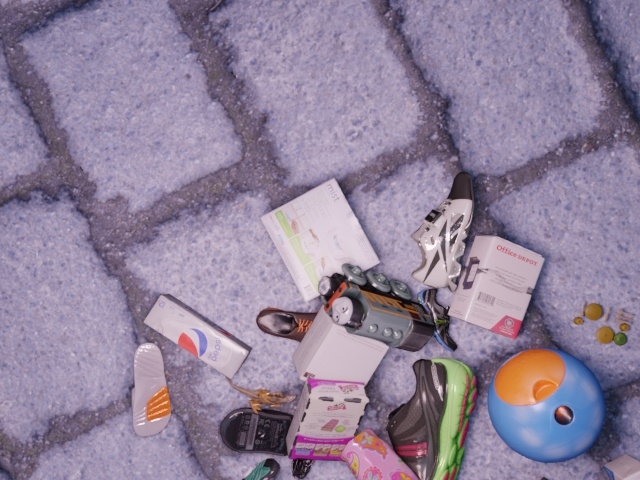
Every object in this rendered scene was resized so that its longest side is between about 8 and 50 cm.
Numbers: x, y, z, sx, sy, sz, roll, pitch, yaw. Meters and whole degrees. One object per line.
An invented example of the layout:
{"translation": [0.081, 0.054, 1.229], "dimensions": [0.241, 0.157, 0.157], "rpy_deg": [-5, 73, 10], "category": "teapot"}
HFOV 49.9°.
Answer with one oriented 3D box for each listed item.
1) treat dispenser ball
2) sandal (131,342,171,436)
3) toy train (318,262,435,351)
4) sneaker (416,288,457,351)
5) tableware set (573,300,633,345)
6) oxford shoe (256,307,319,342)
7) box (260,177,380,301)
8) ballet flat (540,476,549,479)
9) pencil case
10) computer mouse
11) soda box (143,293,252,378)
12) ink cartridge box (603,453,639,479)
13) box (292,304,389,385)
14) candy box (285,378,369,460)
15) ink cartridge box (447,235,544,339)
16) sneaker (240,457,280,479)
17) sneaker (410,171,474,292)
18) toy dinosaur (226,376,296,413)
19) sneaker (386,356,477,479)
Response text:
{"translation": [0.577, 0.421, 1.765], "dimensions": [0.288, 0.288, 0.288], "rpy_deg": [0, 87, 1], "category": "treat dispenser ball"}
{"translation": [-0.465, 0.400, 1.879], "dimensions": [0.102, 0.076, 0.265], "rpy_deg": [-2, 99, -21], "category": "sandal"}
{"translation": [0.146, 0.178, 1.775], "dimensions": [0.334, 0.190, 0.142], "rpy_deg": [20, 117, -37], "category": "toy train"}
{"translation": [0.331, 0.218, 1.886], "dimensions": [0.078, 0.067, 0.188], "rpy_deg": [-24, 86, 3], "category": "sneaker"}
{"translation": [0.781, 0.232, 1.905], "dimensions": [0.154, 0.024, 0.104], "rpy_deg": [14, 91, 0], "category": "tableware set"}
{"translation": [-0.043, 0.240, 1.872], "dimensions": [0.271, 0.098, 0.097], "rpy_deg": [5, 87, 0], "category": "oxford shoe"}
{"translation": [0.000, 0.000, 1.870], "dimensions": [0.231, 0.127, 0.262], "rpy_deg": [-29, 87, -1], "category": "box"}
{"translation": [0.545, 0.709, 1.866], "dimensions": [0.203, 0.074, 0.074], "rpy_deg": [-35, 87, 5], "category": "ballet flat"}
{"translation": [0.178, 0.607, 1.726], "dimensions": [0.124, 0.124, 0.284], "rpy_deg": [-48, 60, -2], "category": "pencil case"}
{"translation": [-0.144, 0.531, 1.880], "dimensions": [0.272, 0.072, 0.188], "rpy_deg": [16, 85, -11], "category": "computer mouse"}
{"translation": [-0.331, 0.259, 1.876], "dimensions": [0.286, 0.098, 0.091], "rpy_deg": [33, 88, 1], "category": "soda box"}
{"translation": [0.860, 0.702, 1.825], "dimensions": [0.078, 0.134, 0.231], "rpy_deg": [-26, 88, -1], "category": "ink cartridge box"}
{"translation": [0.050, 0.296, 1.813], "dimensions": [0.181, 0.119, 0.182], "rpy_deg": [26, 103, -22], "category": "box"}
{"translation": [0.014, 0.468, 1.784], "dimensions": [0.159, 0.071, 0.233], "rpy_deg": [8, 123, -17], "category": "candy box"}
{"translation": [0.473, 0.123, 1.852], "dimensions": [0.172, 0.100, 0.237], "rpy_deg": [21, 87, -18], "category": "ink cartridge box"}
{"translation": [-0.148, 0.656, 1.831], "dimensions": [0.098, 0.083, 0.224], "rpy_deg": [37, 130, -9], "category": "sneaker"}
{"translation": [0.327, -0.035, 1.870], "dimensions": [0.146, 0.122, 0.331], "rpy_deg": [12, 87, -1], "category": "sneaker"}
{"translation": [-0.173, 0.424, 1.871], "dimensions": [0.211, 0.112, 0.064], "rpy_deg": [18, 89, -6], "category": "toy dinosaur"}
{"translation": [0.273, 0.540, 1.843], "dimensions": [0.202, 0.185, 0.483], "rpy_deg": [16, 92, 32], "category": "sneaker"}
